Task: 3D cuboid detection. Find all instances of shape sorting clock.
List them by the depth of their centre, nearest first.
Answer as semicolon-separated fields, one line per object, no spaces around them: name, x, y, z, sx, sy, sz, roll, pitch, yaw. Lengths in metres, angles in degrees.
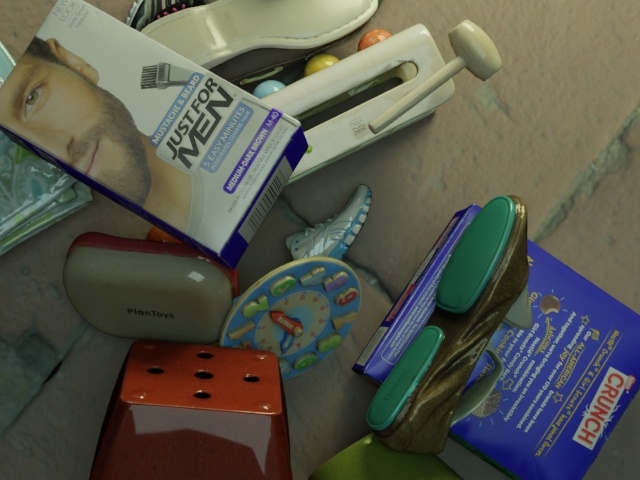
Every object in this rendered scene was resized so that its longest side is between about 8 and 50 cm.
shape sorting clock;-0.035;0.107;1.470;0.206;0.206;0.040;-29;48;-6

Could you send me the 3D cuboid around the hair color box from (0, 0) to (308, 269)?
hair color box;-0.206;-0.131;1.377;0.339;0.110;0.185;29;82;11

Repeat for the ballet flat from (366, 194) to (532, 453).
ballet flat;0.186;0.114;1.407;0.124;0.116;0.342;30;85;-23

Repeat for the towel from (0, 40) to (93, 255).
towel;-0.514;-0.128;1.470;0.320;0.090;0.374;-34;91;-7

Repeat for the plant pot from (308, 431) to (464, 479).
plant pot;0.117;0.390;1.445;0.275;0.275;0.293;-30;74;-6

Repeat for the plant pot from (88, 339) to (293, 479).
plant pot;-0.149;0.263;1.368;0.267;0.267;0.236;6;106;-6

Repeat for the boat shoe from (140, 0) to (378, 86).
boat shoe;-0.082;-0.267;1.517;0.324;0.097;0.117;-19;71;-7

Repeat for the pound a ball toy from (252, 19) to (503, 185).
pound a ball toy;0.049;-0.194;1.470;0.319;0.208;0.136;-27;91;-6

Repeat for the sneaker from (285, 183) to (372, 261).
sneaker;0.000;0.000;1.528;0.083;0.071;0.191;30;85;2

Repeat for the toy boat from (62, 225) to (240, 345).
toy boat;-0.210;0.036;1.478;0.231;0.151;0.151;6;45;7

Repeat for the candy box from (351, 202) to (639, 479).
candy box;0.248;0.151;1.518;0.317;0.122;0.268;35;84;-2

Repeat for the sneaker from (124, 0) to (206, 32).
sneaker;-0.191;-0.316;1.523;0.075;0.063;0.170;39;79;3
